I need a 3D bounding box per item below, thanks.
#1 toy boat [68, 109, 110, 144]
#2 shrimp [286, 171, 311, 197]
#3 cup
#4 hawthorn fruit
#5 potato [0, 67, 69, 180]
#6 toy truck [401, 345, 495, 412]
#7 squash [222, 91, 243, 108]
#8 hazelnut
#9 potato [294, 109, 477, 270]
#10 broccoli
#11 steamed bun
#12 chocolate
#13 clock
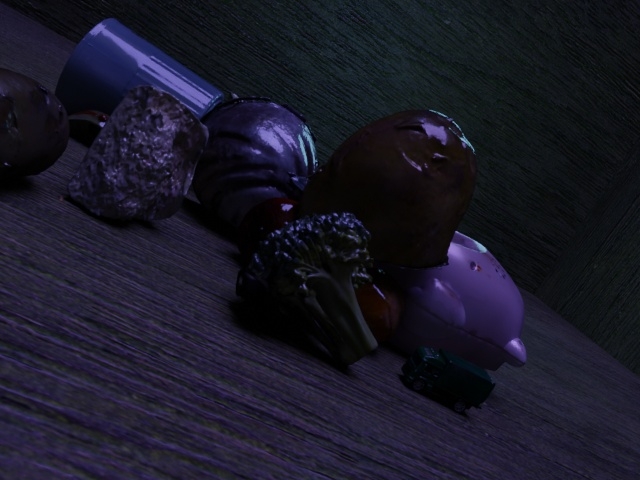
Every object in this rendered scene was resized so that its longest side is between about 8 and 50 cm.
[{"bbox_3d":[-0.486,-0.236,1.577,0.185,0.089,0.071,31,53,-4],"label":"toy boat"},{"bbox_3d":[0.059,-0.092,1.509,0.317,0.164,0.062,23,39,-47],"label":"shrimp"},{"bbox_3d":[-0.430,-0.303,1.719,0.311,0.331,0.256,32,43,-3],"label":"cup"},{"bbox_3d":[-0.063,0.002,1.396,0.188,0.169,0.169,19,15,-43],"label":"hawthorn fruit"},{"bbox_3d":[-0.466,-0.167,1.032,0.165,0.165,0.262,32,16,6],"label":"potato"},{"bbox_3d":[0.218,0.241,1.259,0.147,0.079,0.065,26,11,-14],"label":"toy truck"},{"bbox_3d":[-0.195,-0.194,1.745,0.204,0.155,0.237,32,-29,3],"label":"squash"},{"bbox_3d":[0.079,0.123,1.321,0.150,0.150,0.150,30,10,-6],"label":"hazelnut"},{"bbox_3d":[0.137,-0.120,1.298,0.289,0.237,0.301,-13,43,-44],"label":"potato"},{"bbox_3d":[-0.011,0.090,1.139,0.247,0.263,0.243,-30,84,-42],"label":"broccoli"},{"bbox_3d":[-0.290,-0.141,1.225,0.170,0.225,0.200,31,8,-1],"label":"steamed bun"},{"bbox_3d":[-0.132,-0.131,1.541,0.303,0.303,0.213,25,28,-29],"label":"chocolate"},{"bbox_3d":[0.259,0.108,1.531,0.377,0.250,0.368,30,11,-6],"label":"clock"}]
